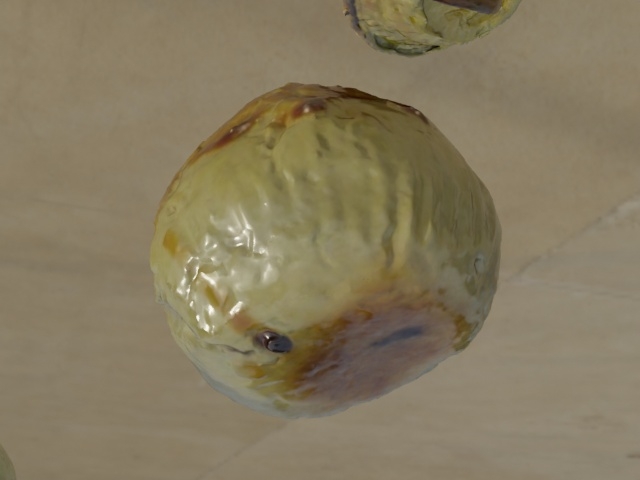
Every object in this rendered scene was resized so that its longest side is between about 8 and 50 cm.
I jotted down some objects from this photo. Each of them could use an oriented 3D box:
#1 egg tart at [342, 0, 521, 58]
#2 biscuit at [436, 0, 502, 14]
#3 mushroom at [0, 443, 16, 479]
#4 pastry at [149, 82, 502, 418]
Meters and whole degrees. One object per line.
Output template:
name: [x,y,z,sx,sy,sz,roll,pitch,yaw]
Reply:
egg tart: [0.200,-0.399,1.593,0.345,0.132,0.345,-20,143,-16]
biscuit: [0.132,-0.318,1.305,0.188,0.027,0.188,17,-159,-7]
mushroom: [-0.471,0.295,1.075,0.352,0.260,0.352,-15,159,-6]
pastry: [0.000,0.000,1.177,0.389,0.312,0.388,-11,141,-9]
